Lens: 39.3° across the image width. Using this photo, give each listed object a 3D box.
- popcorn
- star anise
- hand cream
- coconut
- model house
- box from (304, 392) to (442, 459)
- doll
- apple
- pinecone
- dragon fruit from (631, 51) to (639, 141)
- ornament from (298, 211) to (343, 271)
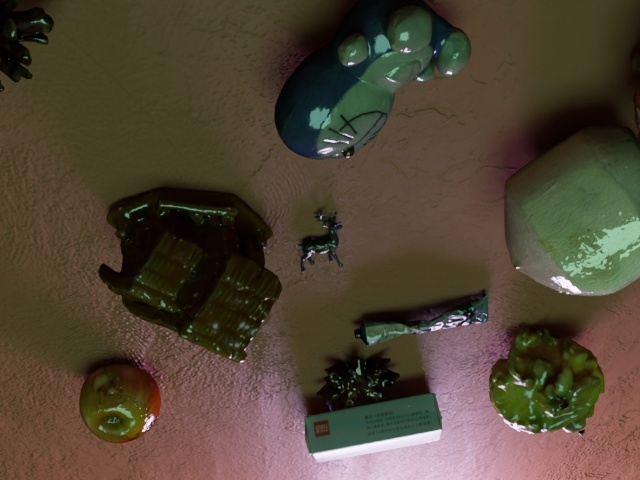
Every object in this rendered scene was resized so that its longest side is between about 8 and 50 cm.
[{"bbox_3d":[0.425,0.271,1.691,0.218,0.169,0.189,-12,136,-3],"label":"popcorn"},{"bbox_3d":[0.071,0.267,1.710,0.168,0.057,0.168,-7,145,-5],"label":"star anise"},{"bbox_3d":[0.182,0.143,1.616,0.248,0.052,0.075,-13,159,-4],"label":"hand cream"},{"bbox_3d":[0.392,-0.034,1.330,0.247,0.245,0.245,-34,131,24],"label":"coconut"},{"bbox_3d":[-0.189,0.053,1.329,0.219,0.229,0.199,-27,139,16],"label":"model house"},{"bbox_3d":[0.104,0.372,1.774,0.269,0.079,0.135,-11,158,2],"label":"box"},{"bbox_3d":[0.050,-0.204,1.148,0.258,0.154,0.228,-52,160,22],"label":"doll"},{"bbox_3d":[-0.359,0.296,1.610,0.146,0.146,0.146,-5,136,-5],"label":"apple"},{"bbox_3d":[-0.421,-0.239,1.027,0.212,0.185,0.168,2,122,-35],"label":"pinecone"},{"bbox_3d":[0.537,-0.219,1.178,0.263,0.296,0.314,-2,153,45],"label":"dragon fruit"},{"bbox_3d":[0.000,0.000,1.445,0.073,0.028,0.125,-6,138,-4],"label":"ornament"}]
